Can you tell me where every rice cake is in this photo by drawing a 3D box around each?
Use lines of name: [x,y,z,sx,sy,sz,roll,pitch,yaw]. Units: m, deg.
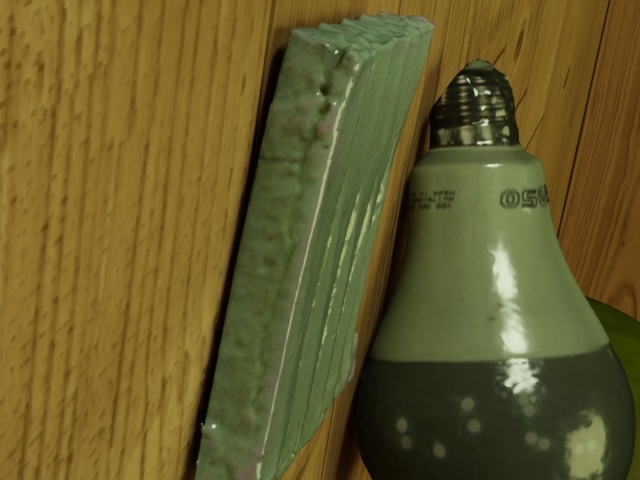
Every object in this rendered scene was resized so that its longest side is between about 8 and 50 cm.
rice cake: [0.000,0.000,0.694,0.189,0.037,0.198,-41,144,-70]

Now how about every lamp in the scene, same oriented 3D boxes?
lamp: [0.099,0.055,0.996,0.182,0.182,0.313,-50,131,-65]

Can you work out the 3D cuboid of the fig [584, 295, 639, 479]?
fig: [0.231,0.198,1.338,0.316,0.316,0.316,14,90,-78]
